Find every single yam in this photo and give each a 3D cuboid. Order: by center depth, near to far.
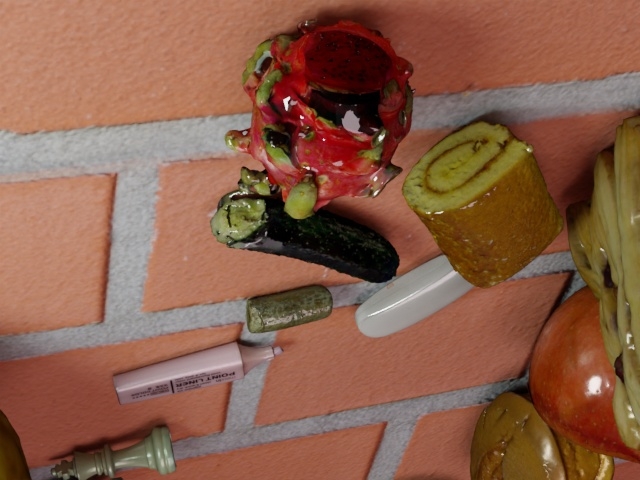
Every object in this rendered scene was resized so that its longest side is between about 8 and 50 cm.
[{"bbox_3d":[-0.036,0.076,1.469,0.094,0.043,0.043,-12,144,-16],"label":"yam"}]

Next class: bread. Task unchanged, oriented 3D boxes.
[{"bbox_3d":[0.169,-0.037,1.373,0.132,0.103,0.172,-37,145,2],"label":"bread"},{"bbox_3d":[0.425,0.051,1.460,0.314,0.370,0.191,0,169,-29],"label":"bread"},{"bbox_3d":[0.297,0.317,1.836,0.142,0.195,0.270,-13,140,-23],"label":"bread"}]

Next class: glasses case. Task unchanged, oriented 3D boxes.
[{"bbox_3d":[0.115,0.061,1.529,0.164,0.041,0.063,-32,145,13],"label":"glasses case"}]

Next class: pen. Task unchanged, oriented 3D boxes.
[{"bbox_3d":[-0.137,0.149,1.522,0.197,0.032,0.053,-14,144,-8],"label":"pen"}]

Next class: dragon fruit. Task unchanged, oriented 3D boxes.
[{"bbox_3d":[-0.003,-0.098,1.165,0.166,0.160,0.172,-28,152,-34],"label":"dragon fruit"}]

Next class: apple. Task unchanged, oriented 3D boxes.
[{"bbox_3d":[0.392,0.161,1.637,0.272,0.251,0.206,14,103,-27],"label":"apple"}]

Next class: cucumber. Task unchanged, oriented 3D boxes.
[{"bbox_3d":[0.001,-0.002,1.374,0.245,0.067,0.067,13,132,-42],"label":"cucumber"}]

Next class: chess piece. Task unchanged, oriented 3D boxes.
[{"bbox_3d":[-0.251,0.263,1.601,0.149,0.059,0.059,-9,143,-6],"label":"chess piece"}]

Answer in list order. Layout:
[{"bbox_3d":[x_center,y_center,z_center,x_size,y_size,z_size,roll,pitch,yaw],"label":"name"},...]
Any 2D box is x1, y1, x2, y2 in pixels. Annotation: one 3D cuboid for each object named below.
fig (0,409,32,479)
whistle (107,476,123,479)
[{"bbox_3d":[-0.459,0.267,1.276,0.343,0.343,0.343,-14,144,-10],"label":"fig"},{"bbox_3d":[-0.361,0.369,1.648,0.274,0.093,0.186,-29,166,6],"label":"whistle"}]
